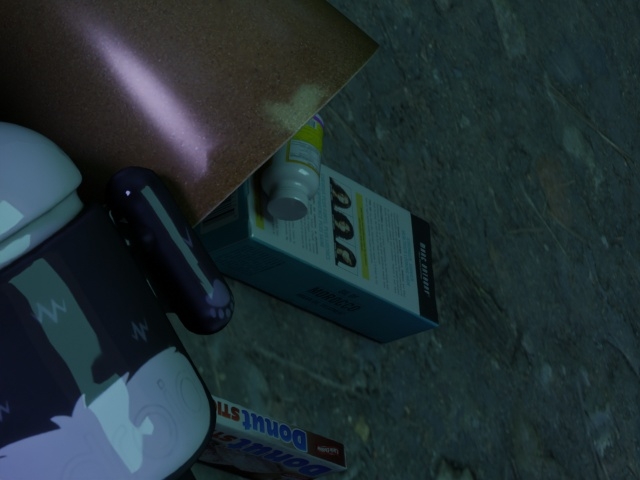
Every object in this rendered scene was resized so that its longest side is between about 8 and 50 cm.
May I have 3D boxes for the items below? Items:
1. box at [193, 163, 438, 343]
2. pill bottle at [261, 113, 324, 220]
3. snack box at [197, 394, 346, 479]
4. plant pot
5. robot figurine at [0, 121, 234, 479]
[{"bbox_3d":[0.000,0.000,1.199,0.244,0.060,0.101,27,51,-46],"label":"box"},{"bbox_3d":[-0.021,-0.057,1.104,0.043,0.043,0.083,38,44,-38],"label":"pill bottle"},{"bbox_3d":[-0.061,0.138,1.031,0.178,0.064,0.022,28,49,-45],"label":"snack box"},{"bbox_3d":[-0.130,-0.139,0.967,0.254,0.237,0.237,48,36,-6],"label":"plant pot"},{"bbox_3d":[-0.167,0.069,0.824,0.278,0.173,0.209,61,31,-12],"label":"robot figurine"}]
